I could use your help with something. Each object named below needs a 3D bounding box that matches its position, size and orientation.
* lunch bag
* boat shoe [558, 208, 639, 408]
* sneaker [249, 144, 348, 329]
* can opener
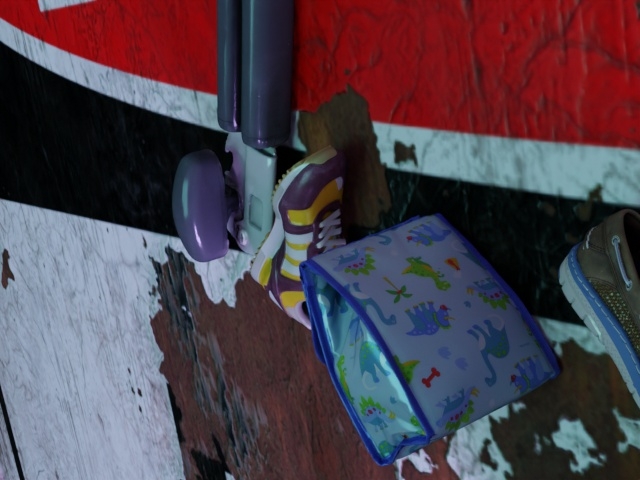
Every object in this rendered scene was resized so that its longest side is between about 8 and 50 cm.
[{"bbox_3d":[0.068,0.062,0.710,0.151,0.129,0.096,62,146,12],"label":"lunch bag"},{"bbox_3d":[0.206,0.060,0.564,0.183,0.066,0.066,53,141,26],"label":"boat shoe"},{"bbox_3d":[0.000,0.000,0.846,0.084,0.070,0.185,47,147,19],"label":"sneaker"},{"bbox_3d":[-0.077,-0.106,0.869,0.076,0.095,0.283,34,132,42],"label":"can opener"}]
